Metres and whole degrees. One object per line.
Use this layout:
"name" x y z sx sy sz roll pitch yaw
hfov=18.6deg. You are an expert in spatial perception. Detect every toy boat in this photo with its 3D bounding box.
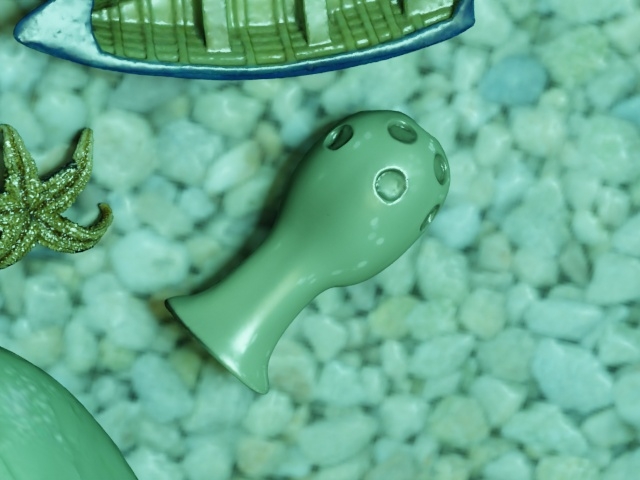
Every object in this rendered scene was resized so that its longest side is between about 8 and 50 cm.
"toy boat" -0.037 -0.119 0.962 0.229 0.046 0.080 -9 110 -9

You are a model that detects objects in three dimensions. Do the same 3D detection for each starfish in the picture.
"starfish" -0.143 -0.021 0.980 0.091 0.028 0.078 -45 108 -1

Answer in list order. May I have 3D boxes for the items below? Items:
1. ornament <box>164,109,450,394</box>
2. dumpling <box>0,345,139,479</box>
"ornament" 0.000 0.000 0.996 0.156 0.081 0.075 -47 68 6
"dumpling" -0.174 0.171 0.903 0.320 0.212 0.270 47 52 -21
